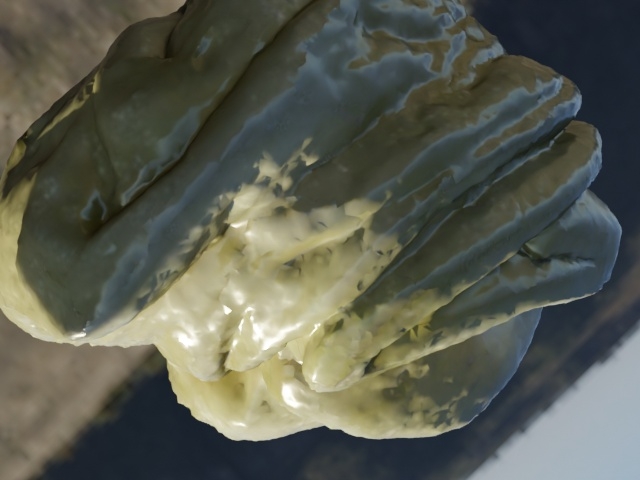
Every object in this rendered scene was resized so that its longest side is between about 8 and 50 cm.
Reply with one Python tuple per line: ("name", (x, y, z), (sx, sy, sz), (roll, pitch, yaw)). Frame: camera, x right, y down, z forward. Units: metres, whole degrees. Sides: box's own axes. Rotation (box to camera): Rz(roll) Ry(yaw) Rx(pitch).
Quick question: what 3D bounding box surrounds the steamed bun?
("steamed bun", (0.005, -0.002, 1.184), (0.325, 0.230, 0.372), (-43, 141, 19))
